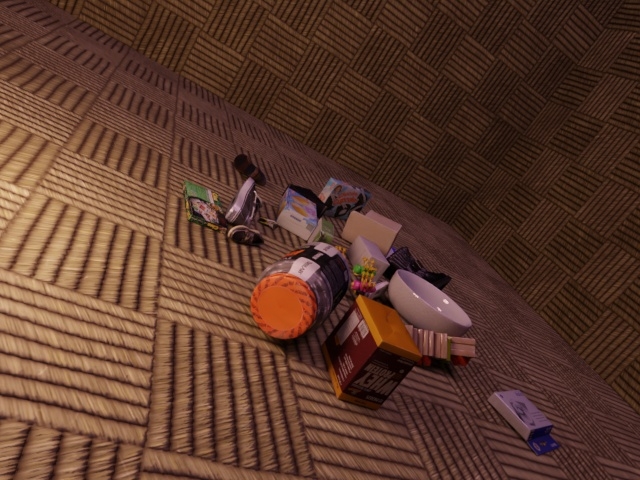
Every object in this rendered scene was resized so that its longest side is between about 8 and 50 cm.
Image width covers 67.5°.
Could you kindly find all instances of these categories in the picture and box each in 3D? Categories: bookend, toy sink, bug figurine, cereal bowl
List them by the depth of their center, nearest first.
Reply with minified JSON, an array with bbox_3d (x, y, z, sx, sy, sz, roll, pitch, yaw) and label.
[{"bbox_3d":[0.102,0.122,1.747,0.217,0.072,0.279,13,24,-1],"label":"bug figurine"},{"bbox_3d":[0.391,0.264,1.814,0.339,0.141,0.339,31,15,-10],"label":"cereal bowl"},{"bbox_3d":[0.242,-0.044,2.259,0.234,0.152,0.131,26,26,10],"label":"toy sink"},{"bbox_3d":[-0.073,-0.187,2.287,0.156,0.072,0.157,9,31,-50],"label":"bookend"}]

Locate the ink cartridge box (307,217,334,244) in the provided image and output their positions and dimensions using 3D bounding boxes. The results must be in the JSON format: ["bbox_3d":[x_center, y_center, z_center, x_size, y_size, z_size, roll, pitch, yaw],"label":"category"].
[{"bbox_3d":[0.000,0.000,1.880,0.062,0.108,0.209,30,19,-11],"label":"ink cartridge box"}]

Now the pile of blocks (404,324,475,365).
[{"bbox_3d":[0.360,0.370,1.609,0.363,0.149,0.112,16,67,-22],"label":"pile of blocks"}]

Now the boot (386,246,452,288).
[{"bbox_3d":[0.453,0.146,2.217,0.260,0.131,0.348,46,22,21],"label":"boot"}]

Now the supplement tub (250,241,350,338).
[{"bbox_3d":[-0.049,0.132,1.310,0.207,0.207,0.338,36,18,7],"label":"supplement tub"}]

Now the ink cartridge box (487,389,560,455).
[{"bbox_3d":[0.708,0.612,1.636,0.224,0.045,0.224,14,27,-46],"label":"ink cartridge box"}]

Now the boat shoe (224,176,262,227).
[{"bbox_3d":[-0.269,-0.135,1.767,0.105,0.113,0.306,36,20,-16],"label":"boat shoe"}]

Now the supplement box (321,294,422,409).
[{"bbox_3d":[0.123,0.285,1.230,0.129,0.194,0.191,25,20,-25],"label":"supplement box"}]

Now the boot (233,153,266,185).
[{"bbox_3d":[-0.331,-0.326,2.241,0.106,0.082,0.219,47,0,-44],"label":"boot"}]

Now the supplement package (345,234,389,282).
[{"bbox_3d":[0.198,0.077,2.029,0.105,0.105,0.179,24,21,-27],"label":"supplement package"}]

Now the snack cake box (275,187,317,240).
[{"bbox_3d":[-0.100,-0.116,2.038,0.152,0.089,0.264,29,19,-13],"label":"snack cake box"}]

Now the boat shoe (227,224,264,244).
[{"bbox_3d":[-0.242,-0.013,1.589,0.049,0.056,0.152,39,18,30],"label":"boat shoe"}]

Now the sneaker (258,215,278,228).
[{"bbox_3d":[-0.201,-0.073,1.848,0.083,0.031,0.035,26,19,-24],"label":"sneaker"}]

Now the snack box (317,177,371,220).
[{"bbox_3d":[0.113,-0.204,2.464,0.322,0.187,0.060,9,31,-51],"label":"snack box"}]

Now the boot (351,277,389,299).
[{"bbox_3d":[0.195,0.173,1.837,0.086,0.069,0.190,37,20,24],"label":"boot"}]

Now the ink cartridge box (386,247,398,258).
[{"bbox_3d":[0.358,0.094,2.349,0.207,0.045,0.208,25,22,-23],"label":"ink cartridge box"}]

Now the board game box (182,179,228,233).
[{"bbox_3d":[-0.397,-0.118,1.634,0.136,0.030,0.259,21,22,-29],"label":"board game box"}]
